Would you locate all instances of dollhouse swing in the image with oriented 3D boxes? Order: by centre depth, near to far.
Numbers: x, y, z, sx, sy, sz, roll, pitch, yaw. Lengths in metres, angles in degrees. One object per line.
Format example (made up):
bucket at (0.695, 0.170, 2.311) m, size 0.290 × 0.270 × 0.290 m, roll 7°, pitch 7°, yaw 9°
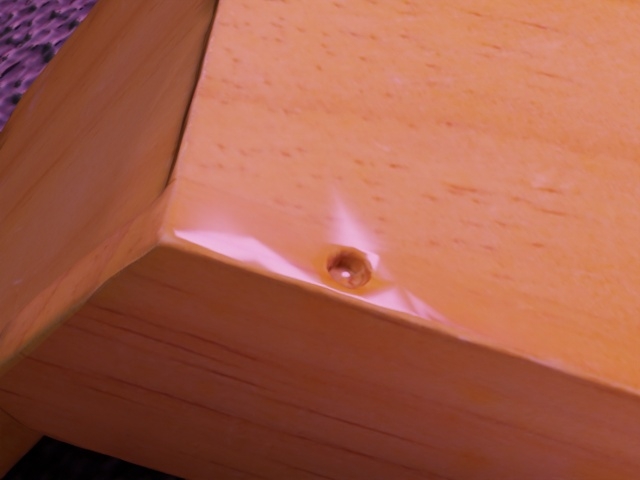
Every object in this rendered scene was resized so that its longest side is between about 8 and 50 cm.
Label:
dollhouse swing at (0.000, 0.000, 0.766) m, size 0.315 × 0.305 × 0.346 m, roll 19°, pitch 44°, yaw -10°
